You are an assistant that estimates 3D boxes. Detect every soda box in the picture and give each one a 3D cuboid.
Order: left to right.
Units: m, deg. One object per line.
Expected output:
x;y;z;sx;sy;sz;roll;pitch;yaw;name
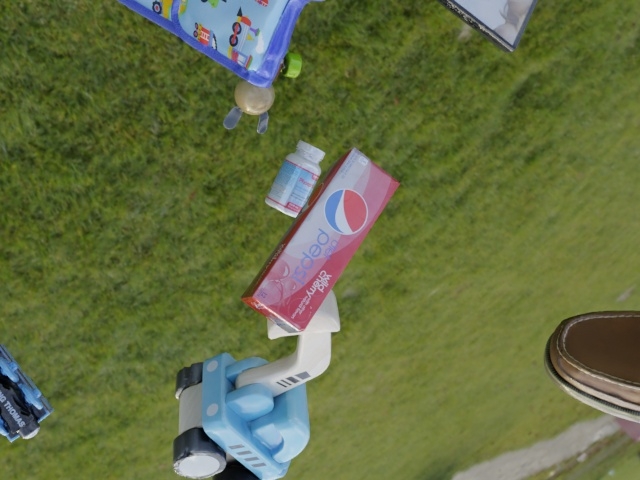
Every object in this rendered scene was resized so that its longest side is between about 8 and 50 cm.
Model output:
0.000;0.000;1.052;0.263;0.092;0.083;-57;-169;-16;soda box

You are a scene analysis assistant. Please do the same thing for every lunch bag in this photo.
-0.093;-0.322;0.830;0.138;0.293;0.221;-3;124;-49;lunch bag

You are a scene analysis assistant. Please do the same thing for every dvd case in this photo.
0.221;-0.388;0.922;0.180;0.022;0.253;30;78;-19;dvd case

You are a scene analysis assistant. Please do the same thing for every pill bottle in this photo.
-0.053;-0.139;1.651;0.087;0.087;0.160;19;99;-56;pill bottle

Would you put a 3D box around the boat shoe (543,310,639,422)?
0.355;0.102;0.637;0.104;0.307;0.111;71;30;-54;boat shoe

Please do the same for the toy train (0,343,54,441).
-0.445;0.193;1.012;0.080;0.184;0.105;-37;-179;-16;toy train

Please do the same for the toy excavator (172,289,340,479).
-0.101;0.295;1.472;0.445;0.222;0.433;-25;130;13;toy excavator

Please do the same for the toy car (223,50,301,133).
-0.147;-0.330;1.609;0.155;0.149;0.188;5;109;-25;toy car
